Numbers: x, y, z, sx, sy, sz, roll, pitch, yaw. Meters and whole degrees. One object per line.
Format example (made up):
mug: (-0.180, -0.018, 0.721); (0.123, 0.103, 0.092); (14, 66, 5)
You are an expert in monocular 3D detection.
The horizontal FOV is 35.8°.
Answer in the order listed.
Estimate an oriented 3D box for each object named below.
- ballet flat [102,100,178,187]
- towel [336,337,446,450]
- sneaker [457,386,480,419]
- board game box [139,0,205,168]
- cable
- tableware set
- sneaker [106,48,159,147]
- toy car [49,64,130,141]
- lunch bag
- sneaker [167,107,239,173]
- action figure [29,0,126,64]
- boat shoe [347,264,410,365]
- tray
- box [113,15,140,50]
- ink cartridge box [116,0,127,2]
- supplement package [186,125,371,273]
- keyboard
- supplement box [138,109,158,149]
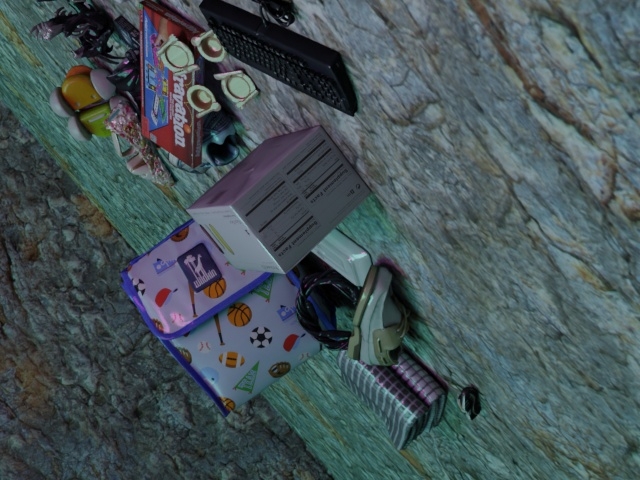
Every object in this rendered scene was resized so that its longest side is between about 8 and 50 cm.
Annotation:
ballet flat: (-0.363, -0.180, 1.968); (0.091, 0.077, 0.241); (45, 166, 41)
towel: (0.147, 0.324, 2.163); (0.235, 0.121, 0.283); (42, 163, 19)
sneaker: (0.284, 0.315, 1.944); (0.044, 0.040, 0.109); (39, 161, 32)
board game box: (-0.267, -0.276, 1.774); (0.145, 0.027, 0.281); (33, 137, 26)
cable: (0.024, 0.141, 2.020); (0.184, 0.150, 0.047); (41, -156, -13)
tableware set: (-0.191, -0.282, 1.667); (0.141, 0.020, 0.168); (-15, 119, 34)
sneaker: (-0.341, -0.290, 1.967); (0.153, 0.101, 0.268); (38, 158, 0)
toy car: (-0.538, -0.334, 2.345); (0.136, 0.159, 0.182); (-98, -18, -51)
lunch bag: (-0.191, 0.126, 2.120); (0.385, 0.328, 0.239); (55, -176, -17)
sneaker: (-0.223, -0.179, 1.943); (0.122, 0.110, 0.283); (41, 163, 7)
action figure: (-0.518, -0.450, 1.992); (0.275, 0.141, 0.164); (55, 161, -15)
boat shoe: (0.119, 0.145, 1.872); (0.103, 0.113, 0.302); (17, 151, 8)
tray: (0.000, 0.000, 1.938); (0.270, 0.030, 0.145); (37, 162, 30)
box: (-0.368, -0.396, 1.951); (0.083, 0.018, 0.067); (42, 163, 14)
ink cartridge box: (-0.442, -0.590, 1.564); (0.308, 0.091, 0.385); (36, 161, 33)
supplement package: (-0.077, -0.064, 1.672); (0.145, 0.204, 0.262); (51, 163, -14)
keyboard: (-0.078, -0.295, 1.448); (0.317, 0.033, 0.201); (31, 157, 40)
supplement box: (-0.405, -0.252, 2.299); (0.098, 0.062, 0.036); (53, 164, -16)
